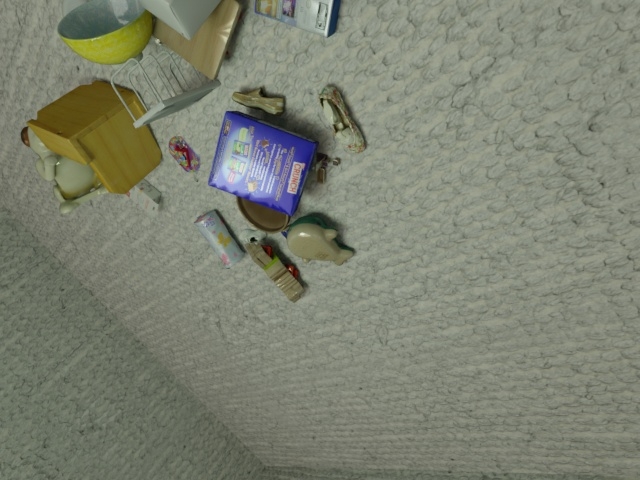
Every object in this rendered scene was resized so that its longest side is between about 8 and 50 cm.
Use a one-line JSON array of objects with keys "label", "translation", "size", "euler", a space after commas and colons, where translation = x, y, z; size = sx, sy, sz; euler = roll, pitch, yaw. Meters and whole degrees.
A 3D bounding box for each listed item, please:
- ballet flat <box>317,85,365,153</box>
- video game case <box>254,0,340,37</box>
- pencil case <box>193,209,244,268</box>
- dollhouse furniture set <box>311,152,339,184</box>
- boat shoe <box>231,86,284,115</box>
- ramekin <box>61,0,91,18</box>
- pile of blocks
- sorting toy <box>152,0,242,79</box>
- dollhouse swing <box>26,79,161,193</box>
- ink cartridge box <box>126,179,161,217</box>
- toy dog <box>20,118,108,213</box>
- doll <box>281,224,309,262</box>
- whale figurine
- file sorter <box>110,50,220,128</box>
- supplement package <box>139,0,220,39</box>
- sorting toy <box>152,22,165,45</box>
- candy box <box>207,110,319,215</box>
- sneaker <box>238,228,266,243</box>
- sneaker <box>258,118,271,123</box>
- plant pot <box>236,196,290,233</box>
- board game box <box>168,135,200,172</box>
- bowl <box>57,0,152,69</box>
[{"label": "ballet flat", "translation": [0.059, -0.372, 1.364], "size": [0.091, 0.077, 0.241], "euler": [-18, 114, 39]}, {"label": "video game case", "translation": [-0.055, -0.730, 1.161], "size": [0.244, 0.061, 0.270], "euler": [25, 134, 12]}, {"label": "pencil case", "translation": [-0.463, -0.005, 1.966], "size": [0.124, 0.113, 0.273], "euler": [8, 133, 59]}, {"label": "dollhouse furniture set", "translation": [0.008, -0.232, 1.503], "size": [0.091, 0.081, 0.114], "euler": [19, 133, 19]}, {"label": "boat shoe", "translation": [-0.211, -0.488, 1.461], "size": [0.189, 0.068, 0.072], "euler": [18, 121, 7]}, {"label": "ramekin", "translation": [-0.800, -0.789, 1.543], "size": [0.272, 0.127, 0.273], "euler": [17, 131, 20]}, {"label": "pile of blocks", "translation": [-0.181, 0.122, 1.909], "size": [0.112, 0.149, 0.362], "euler": [-37, 118, 1]}, {"label": "sorting toy", "translation": [-0.377, -0.701, 1.357], "size": [0.255, 0.089, 0.257], "euler": [37, 128, 2]}, {"label": "dollhouse swing", "translation": [-0.896, -0.413, 1.763], "size": [0.315, 0.347, 0.305], "euler": [22, 144, 16]}, {"label": "ink cartridge box", "translation": [-0.849, -0.217, 2.075], "size": [0.198, 0.067, 0.115], "euler": [41, 136, 0]}, {"label": "toy dog", "translation": [-1.216, -0.400, 2.058], "size": [0.395, 0.284, 0.408], "euler": [42, 155, 55]}, {"label": "doll", "translation": [-0.102, 0.022, 1.798], "size": [0.129, 0.046, 0.189], "euler": [2, 130, 57]}, {"label": "whale figurine", "translation": [0.000, 0.000, 1.684], "size": [0.272, 0.141, 0.216], "euler": [25, 136, -21]}, {"label": "file sorter", "translation": [-0.530, -0.539, 1.469], "size": [0.192, 0.278, 0.173], "euler": [-14, 112, 39]}, {"label": "supplement package", "translation": [-0.358, -0.742, 1.153], "size": [0.177, 0.293, 0.175], "euler": [36, 177, 2]}, {"label": "sorting toy", "translation": [-0.565, -0.722, 1.511], "size": [0.083, 0.045, 0.075], "euler": [21, 140, 17]}, {"label": "candy box", "translation": [-0.194, -0.266, 1.474], "size": [0.317, 0.122, 0.268], "euler": [21, 111, 2]}, {"label": "sneaker", "translation": [-0.314, -0.016, 1.898], "size": [0.152, 0.061, 0.054], "euler": [-4, 123, 36]}, {"label": "sneaker", "translation": [-0.197, -0.335, 1.554], "size": [0.081, 0.080, 0.211], "euler": [9, 129, 28]}, {"label": "plant pot", "translation": [-0.205, -0.153, 1.684], "size": [0.237, 0.110, 0.237], "euler": [17, 131, 21]}, {"label": "board game box", "translation": [-0.591, -0.358, 1.821], "size": [0.133, 0.033, 0.169], "euler": [-27, 107, 43]}, {"label": "bowl", "translation": [-0.664, -0.655, 1.387], "size": [0.289, 0.290, 0.156], "euler": [17, 148, 21]}]
